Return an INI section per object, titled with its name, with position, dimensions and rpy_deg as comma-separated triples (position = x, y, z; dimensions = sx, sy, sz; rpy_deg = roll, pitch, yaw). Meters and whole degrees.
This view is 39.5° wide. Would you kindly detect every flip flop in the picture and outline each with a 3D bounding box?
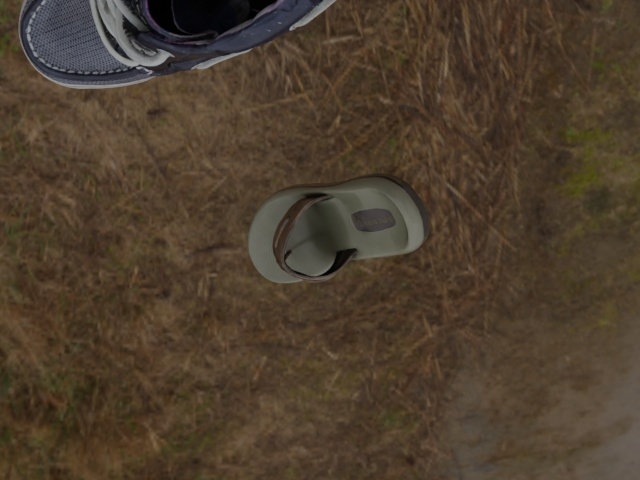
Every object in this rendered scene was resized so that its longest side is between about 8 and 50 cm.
[flip flop]
position = 0.000, 0.000, 0.944
dimensions = 0.277, 0.080, 0.112
rpy_deg = -10, 117, 52

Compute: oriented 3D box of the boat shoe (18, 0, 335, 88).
[boat shoe]
position = -0.121, -0.174, 0.631
dimensions = 0.340, 0.158, 0.127
rpy_deg = -15, 110, 29
